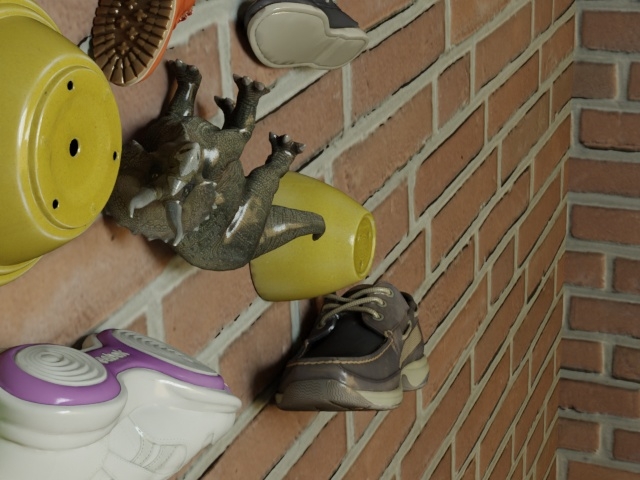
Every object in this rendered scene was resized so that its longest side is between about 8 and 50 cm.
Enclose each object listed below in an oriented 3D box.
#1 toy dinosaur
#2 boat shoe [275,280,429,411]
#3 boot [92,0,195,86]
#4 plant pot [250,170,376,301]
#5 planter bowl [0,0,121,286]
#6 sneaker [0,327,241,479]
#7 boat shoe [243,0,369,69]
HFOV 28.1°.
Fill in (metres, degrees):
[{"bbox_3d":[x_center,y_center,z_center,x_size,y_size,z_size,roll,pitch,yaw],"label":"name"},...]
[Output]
[{"bbox_3d":[-0.090,-0.043,1.048,0.160,0.121,0.313,-65,160,-12],"label":"toy dinosaur"},{"bbox_3d":[0.032,0.110,1.382,0.355,0.132,0.130,-2,88,-77],"label":"boat shoe"},{"bbox_3d":[-0.121,-0.176,0.965,0.084,0.059,0.157,61,40,-64],"label":"boot"},{"bbox_3d":[0.000,0.000,1.273,0.134,0.095,0.134,7,90,-68],"label":"plant pot"},{"bbox_3d":[-0.185,-0.061,0.789,0.217,0.090,0.217,6,90,-69],"label":"planter bowl"},{"bbox_3d":[-0.164,0.146,0.922,0.305,0.114,0.152,7,105,-66],"label":"sneaker"},{"bbox_3d":[-0.024,-0.210,1.228,0.065,0.075,0.206,56,22,15],"label":"boat shoe"}]
